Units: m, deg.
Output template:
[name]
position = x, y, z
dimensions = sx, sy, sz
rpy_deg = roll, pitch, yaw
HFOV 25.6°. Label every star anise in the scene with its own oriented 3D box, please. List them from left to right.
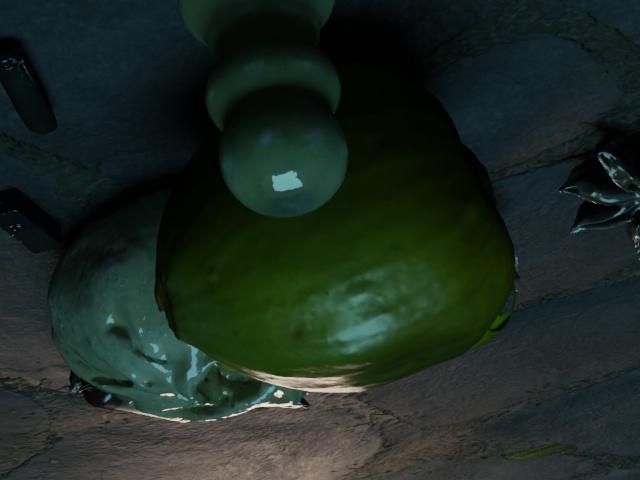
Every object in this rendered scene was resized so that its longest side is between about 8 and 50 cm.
[star anise]
position = 0.383, -0.064, 1.665
dimensions = 0.209, 0.089, 0.231
rpy_deg = 11, 143, -15

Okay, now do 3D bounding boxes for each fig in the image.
[fig]
position = 0.005, -0.001, 1.372
dimensions = 0.343, 0.343, 0.343
rpy_deg = -9, 154, -4

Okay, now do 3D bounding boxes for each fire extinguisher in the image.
[fire extinguisher]
position = -0.263, 0.197, 1.976
dimensions = 0.231, 0.071, 0.099
rpy_deg = 20, 122, -45

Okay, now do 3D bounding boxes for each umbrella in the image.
[umbrella]
position = -0.280, -0.141, 1.325
dimensions = 0.036, 0.031, 0.133
rpy_deg = -12, 153, -1

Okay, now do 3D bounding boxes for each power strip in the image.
[power strip]
position = -0.325, -0.019, 1.555
dimensions = 0.038, 0.029, 0.111
rpy_deg = -17, 153, 12

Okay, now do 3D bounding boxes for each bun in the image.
[bun]
position = -0.136, 0.099, 1.653
dimensions = 0.365, 0.219, 0.365
rpy_deg = -5, 154, -3

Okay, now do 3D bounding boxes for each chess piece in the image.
[chess piece]
position = -0.039, -0.137, 1.172
dimensions = 0.144, 0.251, 0.144
rpy_deg = -9, 153, -5

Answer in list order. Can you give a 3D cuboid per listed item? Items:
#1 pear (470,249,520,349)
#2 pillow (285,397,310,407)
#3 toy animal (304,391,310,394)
[pear]
position = 0.124, 0.053, 1.717
dimensions = 0.220, 0.187, 0.187
rpy_deg = 2, 160, 23
[pillow]
position = -0.127, 0.194, 1.940
dimensions = 0.233, 0.038, 0.130
rpy_deg = 16, 177, -3
[toy animal]
position = -0.013, 0.155, 1.917
dimensions = 0.124, 0.124, 0.212
rpy_deg = -24, 155, 26
